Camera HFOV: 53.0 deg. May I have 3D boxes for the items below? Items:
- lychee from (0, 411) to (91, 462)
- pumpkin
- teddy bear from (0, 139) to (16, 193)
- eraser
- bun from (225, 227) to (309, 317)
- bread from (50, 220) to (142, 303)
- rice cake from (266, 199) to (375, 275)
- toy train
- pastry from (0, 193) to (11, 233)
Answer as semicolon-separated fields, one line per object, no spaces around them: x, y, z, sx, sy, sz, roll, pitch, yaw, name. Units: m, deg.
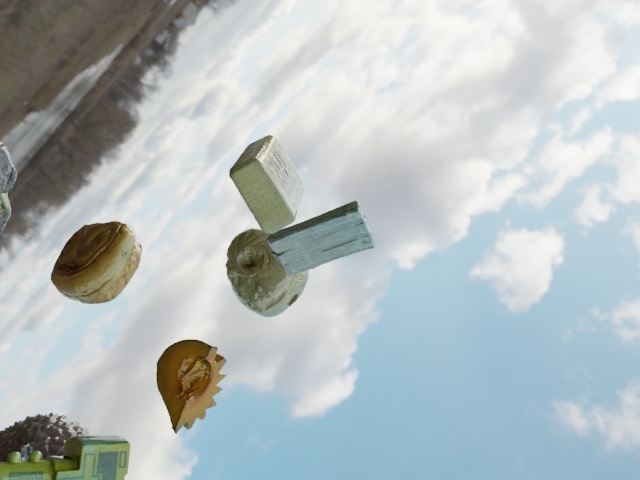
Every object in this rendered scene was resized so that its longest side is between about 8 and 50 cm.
-0.791;0.695;1.825;0.380;0.432;0.380;0;-130;0;lychee
-0.351;0.367;1.727;0.149;0.130;0.254;25;-83;27;pumpkin
-0.695;-0.095;1.187;0.267;0.236;0.151;-43;-132;-18;teddy bear
-0.080;-0.094;1.015;0.058;0.117;0.172;-28;-163;14;eraser
-0.154;0.084;1.689;0.244;0.244;0.153;-38;159;20;bun
-0.505;0.049;1.451;0.236;0.120;0.198;2;-124;46;bread
0.000;0.000;1.318;0.211;0.124;0.038;-16;-141;14;rice cake
-0.577;0.514;1.275;0.150;0.369;0.237;-13;-109;50;toy train
-0.795;-0.083;1.454;0.192;0.182;0.093;-50;168;30;pastry
